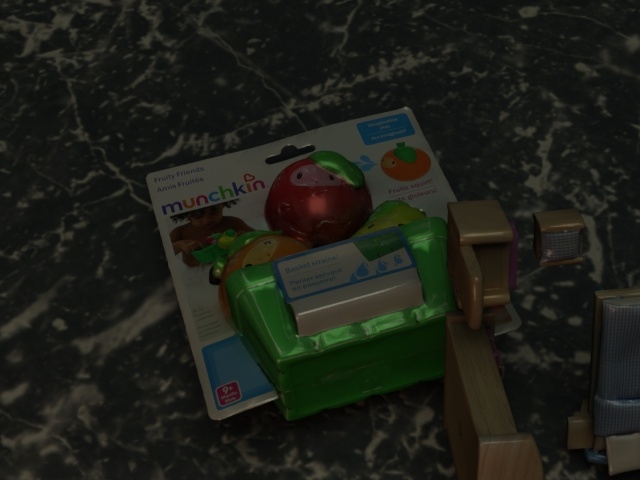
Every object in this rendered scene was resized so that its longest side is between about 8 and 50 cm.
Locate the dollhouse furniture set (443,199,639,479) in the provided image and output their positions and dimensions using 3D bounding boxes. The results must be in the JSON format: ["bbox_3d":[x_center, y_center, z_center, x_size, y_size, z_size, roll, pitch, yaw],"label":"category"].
[{"bbox_3d":[0.274,0.124,1.082,0.303,0.286,0.198,-4,30,-2],"label":"dollhouse furniture set"}]

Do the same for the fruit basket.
[{"bbox_3d":[0.000,0.000,1.284,0.327,0.165,0.353,-15,55,-7],"label":"fruit basket"}]
